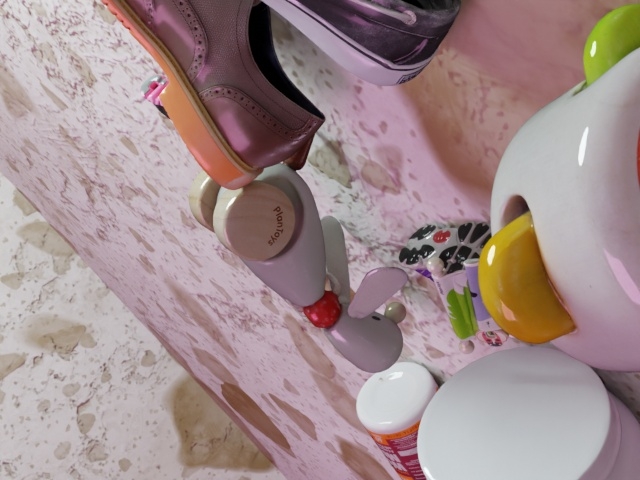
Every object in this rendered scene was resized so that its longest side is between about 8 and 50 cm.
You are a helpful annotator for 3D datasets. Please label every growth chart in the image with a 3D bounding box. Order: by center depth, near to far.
[{"bbox_3d":[0.212,0.054,0.831,0.237,0.021,0.172,-1,140,31],"label":"growth chart"}]

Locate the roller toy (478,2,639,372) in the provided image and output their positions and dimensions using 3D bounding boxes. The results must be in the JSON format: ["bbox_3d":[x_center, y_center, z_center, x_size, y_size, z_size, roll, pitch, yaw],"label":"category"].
[{"bbox_3d":[0.208,-0.014,0.560,0.191,0.209,0.146,26,163,-11],"label":"roller toy"}]

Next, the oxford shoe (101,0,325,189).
[{"bbox_3d":[-0.122,-0.235,0.887,0.363,0.133,0.130,59,-160,-8],"label":"oxford shoe"}]

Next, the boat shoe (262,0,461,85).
[{"bbox_3d":[-0.033,-0.237,0.691,0.306,0.113,0.105,40,153,2],"label":"boat shoe"}]

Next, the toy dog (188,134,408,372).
[{"bbox_3d":[0.000,0.000,1.063,0.220,0.161,0.333,40,175,40],"label":"toy dog"}]

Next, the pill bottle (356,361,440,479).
[{"bbox_3d":[0.150,0.289,1.348,0.121,0.121,0.221,17,146,50],"label":"pill bottle"}]

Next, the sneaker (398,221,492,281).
[{"bbox_3d":[0.151,0.023,0.948,0.071,0.068,0.170,35,172,-23],"label":"sneaker"}]

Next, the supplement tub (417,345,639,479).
[{"bbox_3d":[0.257,0.294,1.004,0.235,0.235,0.325,18,148,48],"label":"supplement tub"}]

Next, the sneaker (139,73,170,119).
[{"bbox_3d":[-0.179,-0.166,1.188,0.119,0.047,0.057,40,167,29],"label":"sneaker"}]
